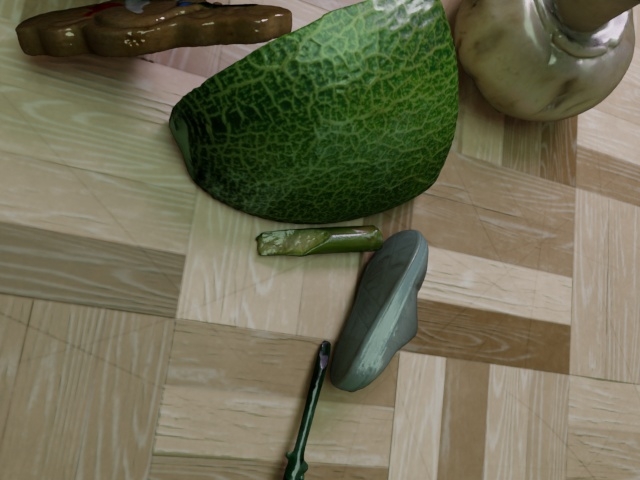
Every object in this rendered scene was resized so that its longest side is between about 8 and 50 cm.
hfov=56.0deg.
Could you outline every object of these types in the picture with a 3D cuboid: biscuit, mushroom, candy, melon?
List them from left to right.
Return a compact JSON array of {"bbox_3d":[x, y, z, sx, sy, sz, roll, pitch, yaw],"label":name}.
[{"bbox_3d":[-0.193,-0.259,0.714,0.320,0.047,0.183,7,36,15],"label":"biscuit"},{"bbox_3d":[-0.029,0.282,0.776,0.097,0.097,0.323,25,65,-19],"label":"candy"},{"bbox_3d":[-0.009,-0.156,0.803,0.344,0.331,0.226,-29,57,-18],"label":"melon"},{"bbox_3d":[0.384,-0.345,0.914,0.315,0.336,0.313,1,88,-18],"label":"mushroom"}]

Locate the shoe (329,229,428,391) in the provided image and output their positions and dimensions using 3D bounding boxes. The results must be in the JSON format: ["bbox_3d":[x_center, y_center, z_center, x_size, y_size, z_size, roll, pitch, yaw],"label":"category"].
[{"bbox_3d":[0.100,0.105,0.842,0.100,0.103,0.250,36,70,-23],"label":"shoe"}]

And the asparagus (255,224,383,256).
[{"bbox_3d":[0.000,0.000,0.843,0.179,0.045,0.041,-3,122,-20],"label":"asparagus"}]
